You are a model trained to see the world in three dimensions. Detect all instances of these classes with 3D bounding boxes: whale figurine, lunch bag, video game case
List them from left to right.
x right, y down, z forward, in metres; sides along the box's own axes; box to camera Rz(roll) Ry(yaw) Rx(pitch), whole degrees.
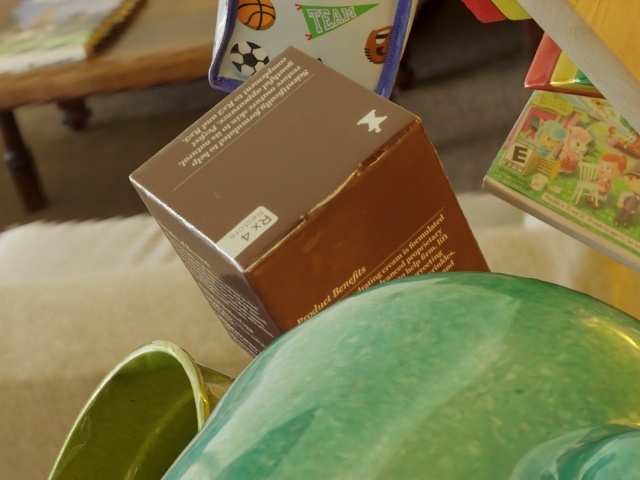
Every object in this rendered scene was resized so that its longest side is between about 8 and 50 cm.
[{"bbox_3d":[0.000,0.085,0.383,0.216,0.141,0.272,-36,-17,34],"label":"whale figurine"},{"bbox_3d":[0.030,-0.380,1.697,0.239,0.385,0.327,10,43,-3],"label":"lunch bag"},{"bbox_3d":[0.263,-0.072,1.232,0.212,0.023,0.193,29,73,9],"label":"video game case"}]

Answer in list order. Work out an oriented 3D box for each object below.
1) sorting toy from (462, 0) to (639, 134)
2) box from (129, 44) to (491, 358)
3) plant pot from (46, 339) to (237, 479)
[{"bbox_3d":[0.153,-0.171,0.729,0.089,0.255,0.257,-1,58,47],"label":"sorting toy"},{"bbox_3d":[0.000,0.000,1.186,0.168,0.203,0.167,-40,42,-13],"label":"box"},{"bbox_3d":[-0.044,0.319,1.427,0.353,0.366,0.366,22,14,-26],"label":"plant pot"}]
